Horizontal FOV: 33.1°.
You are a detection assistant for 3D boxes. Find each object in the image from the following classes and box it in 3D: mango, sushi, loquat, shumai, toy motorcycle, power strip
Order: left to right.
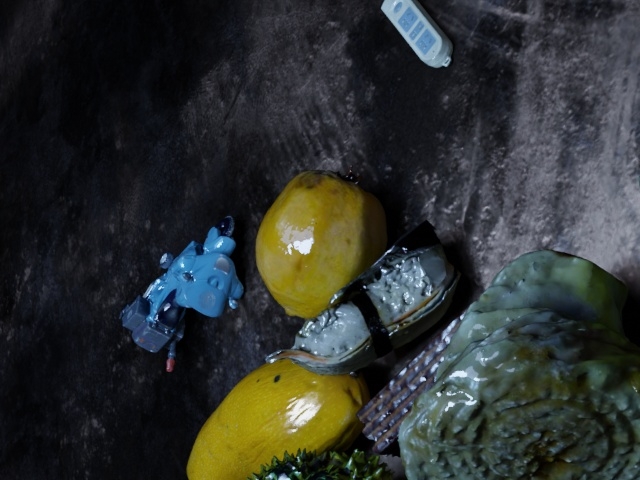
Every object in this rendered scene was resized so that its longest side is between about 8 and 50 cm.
[{"bbox_3d":[-0.224,0.089,1.787,0.272,0.123,0.182,-46,28,26],"label":"toy motorcycle"},{"bbox_3d":[-0.066,0.265,1.534,0.359,0.144,0.187,-31,43,39],"label":"mango"},{"bbox_3d":[0.000,0.000,1.527,0.187,0.176,0.234,28,104,31],"label":"loquat"},{"bbox_3d":[0.065,0.108,1.399,0.109,0.273,0.134,47,158,13],"label":"sushi"},{"bbox_3d":[0.137,-0.315,1.566,0.047,0.030,0.191,-51,48,24],"label":"power strip"},{"bbox_3d":[0.240,0.151,1.177,0.304,0.309,0.263,-32,31,27],"label":"shumai"}]

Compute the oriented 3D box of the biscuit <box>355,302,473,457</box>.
[{"bbox_3d":[0.158,0.182,1.344,0.252,0.106,0.070,-49,50,28],"label":"biscuit"}]

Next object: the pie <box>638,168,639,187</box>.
[{"bbox_3d":[0.434,-0.088,1.172,0.187,0.041,0.187,-16,67,44],"label":"pie"}]

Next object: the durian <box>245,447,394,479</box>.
[{"bbox_3d":[-0.006,0.391,1.347,0.291,0.224,0.291,-15,56,22],"label":"durian"}]
